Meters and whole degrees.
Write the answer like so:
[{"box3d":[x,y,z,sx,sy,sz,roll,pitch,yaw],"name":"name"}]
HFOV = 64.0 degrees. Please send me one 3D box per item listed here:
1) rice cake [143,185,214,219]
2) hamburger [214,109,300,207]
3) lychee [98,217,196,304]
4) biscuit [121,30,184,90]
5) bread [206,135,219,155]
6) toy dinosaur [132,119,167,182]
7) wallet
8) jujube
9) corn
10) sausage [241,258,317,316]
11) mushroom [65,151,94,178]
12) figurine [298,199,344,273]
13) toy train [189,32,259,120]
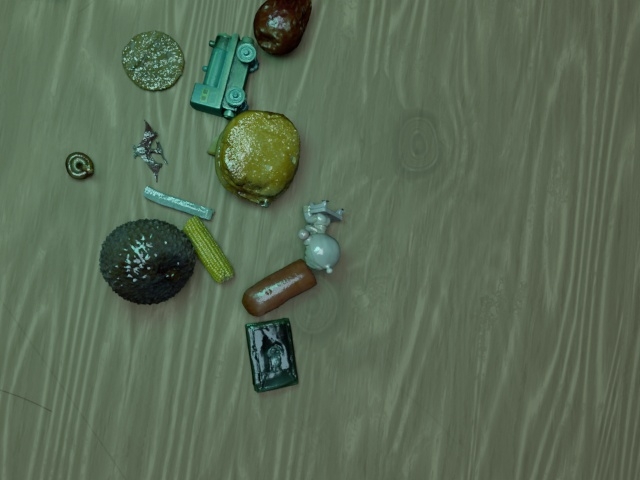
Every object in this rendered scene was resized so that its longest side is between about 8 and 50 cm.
[{"box3d":[-0.491,-0.128,1.776,0.245,0.042,0.045,19,89,-6],"name":"rice cake"},{"box3d":[-0.209,-0.279,1.737,0.290,0.170,0.314,14,88,-22],"name":"hamburger"},{"box3d":[-0.554,0.066,1.650,0.300,0.300,0.300,0,87,-7],"name":"lychee"},{"box3d":[-0.587,-0.631,1.797,0.220,0.033,0.220,1,85,-7],"name":"biscuit"},{"box3d":[-0.327,-0.318,1.820,0.109,0.080,0.084,28,82,-40],"name":"bread"},{"box3d":[-0.595,-0.309,1.778,0.108,0.032,0.220,-9,98,-11],"name":"toy dinosaur"},{"box3d":[-0.168,0.397,1.784,0.160,0.055,0.236,-8,87,-14],"name":"wallet"},{"box3d":[-0.125,-0.770,1.791,0.190,0.190,0.255,37,71,-4],"name":"jujube"},{"box3d":[-0.387,0.035,1.760,0.081,0.081,0.248,-33,93,-8],"name":"corn"},{"box3d":[-0.148,0.167,1.770,0.259,0.113,0.113,-29,91,-9],"name":"sausage"},{"box3d":[-0.799,-0.242,1.723,0.129,0.073,0.088,30,66,29],"name":"mushroom"},{"box3d":[0.011,0.000,1.763,0.144,0.182,0.256,-6,71,10],"name":"figurine"},{"box3d":[-0.329,-0.575,1.786,0.194,0.120,0.298,14,85,-1],"name":"toy train"}]
